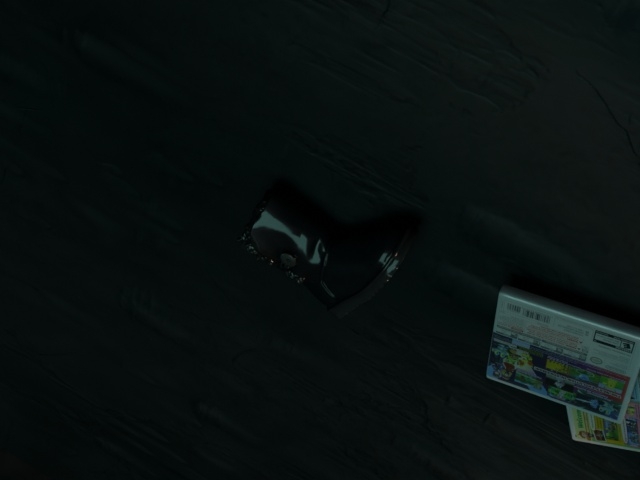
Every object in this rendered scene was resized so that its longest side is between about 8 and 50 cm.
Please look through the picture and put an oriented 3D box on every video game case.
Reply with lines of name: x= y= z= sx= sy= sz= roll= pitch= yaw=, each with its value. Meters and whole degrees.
video game case: x=0.436 y=0.220 z=1.370 sx=0.193 sy=0.023 sz=0.212 roll=5 pitch=132 yaw=31
video game case: x=0.334 y=0.158 z=1.344 sx=0.201 sy=0.023 sz=0.184 roll=18 pitch=137 yaw=19

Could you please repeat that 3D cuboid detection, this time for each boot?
boot: x=0.000 y=0.000 z=1.403 sx=0.207 sy=0.094 sz=0.246 roll=36 pitch=146 yaw=-6
